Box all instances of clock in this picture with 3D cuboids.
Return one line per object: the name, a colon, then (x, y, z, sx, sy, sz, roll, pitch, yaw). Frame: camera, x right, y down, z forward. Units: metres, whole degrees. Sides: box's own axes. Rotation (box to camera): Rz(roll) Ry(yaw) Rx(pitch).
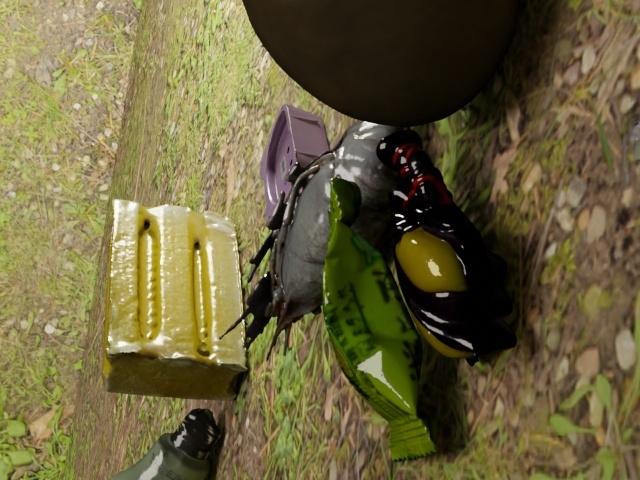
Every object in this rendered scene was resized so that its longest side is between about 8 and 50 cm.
clock: (-0.032, -0.091, 1.287, 0.153, 0.050, 0.110, -100, 29, -46)

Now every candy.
candy: (0.038, 0.073, 0.876, 0.149, 0.069, 0.246, 111, 138, -80)

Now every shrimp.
shrimp: (-0.005, 0.002, 1.071, 0.343, 0.116, 0.145, -56, 28, 32)

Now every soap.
soap: (-0.217, 0.082, 1.487, 0.315, 0.199, 0.091, -102, 26, -46)

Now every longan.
longan: (0.055, -0.226, 0.871, 0.258, 0.258, 0.258, -169, 90, -70)

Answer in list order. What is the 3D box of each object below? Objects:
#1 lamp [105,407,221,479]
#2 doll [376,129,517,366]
lamp: (-0.237, 0.397, 1.468, 0.314, 0.182, 0.182, -41, 34, 20)
doll: (0.096, 0.011, 0.838, 0.088, 0.127, 0.249, -36, 40, 15)
